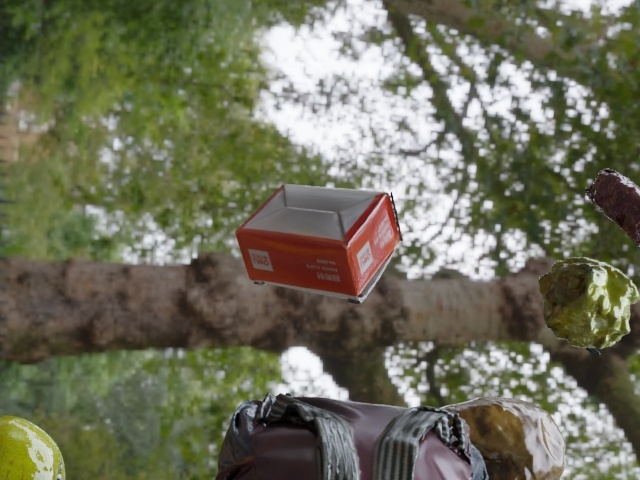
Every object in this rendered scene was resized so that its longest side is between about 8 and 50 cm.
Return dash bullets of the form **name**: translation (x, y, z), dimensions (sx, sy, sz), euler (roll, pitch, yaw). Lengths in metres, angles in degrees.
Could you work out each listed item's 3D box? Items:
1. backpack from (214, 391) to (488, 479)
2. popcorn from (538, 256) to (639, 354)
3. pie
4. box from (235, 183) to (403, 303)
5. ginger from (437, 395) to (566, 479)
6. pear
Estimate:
- **backpack**: translation (0.032, 0.276, 1.008), dimensions (0.317, 0.283, 0.197), euler (-84, -179, -70)
- **popcorn**: translation (0.459, 0.111, 1.783), dimensions (0.142, 0.173, 0.173), euler (-54, -145, 29)
- **pie**: translation (0.389, 0.000, 1.195), dimensions (0.054, 0.218, 0.204), euler (-47, -165, 13)
- **box**: translation (0.000, 0.000, 1.410), dimensions (0.133, 0.182, 0.099), euler (-52, 138, -42)
- **ginger**: translation (0.351, 0.404, 2.063), dimensions (0.269, 0.223, 0.200), euler (45, -47, 12)
- **pear**: translation (-0.504, 0.375, 1.663), dimensions (0.198, 0.198, 0.198), euler (-176, -90, -70)
